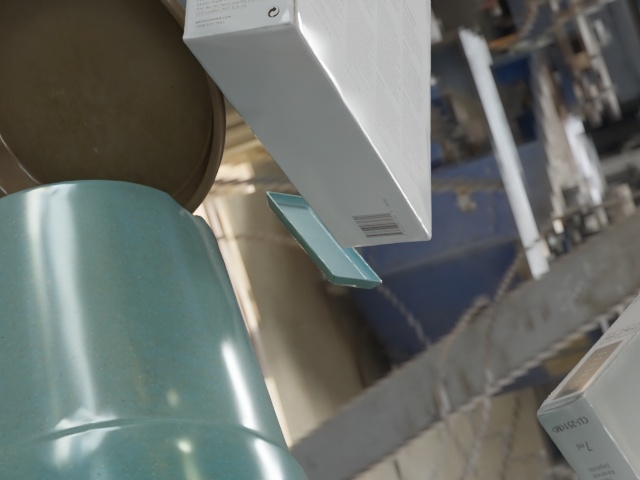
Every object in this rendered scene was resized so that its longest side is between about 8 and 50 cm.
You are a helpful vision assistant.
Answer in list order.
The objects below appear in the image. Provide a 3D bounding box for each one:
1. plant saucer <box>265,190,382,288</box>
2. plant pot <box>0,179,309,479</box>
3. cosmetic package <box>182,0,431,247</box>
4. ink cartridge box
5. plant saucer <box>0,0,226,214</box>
[{"bbox_3d":[0.000,0.000,1.844,0.067,0.018,0.192,8,26,-33],"label":"plant saucer"},{"bbox_3d":[-0.176,0.156,1.260,0.341,0.341,0.334,49,20,-51],"label":"plant pot"},{"bbox_3d":[0.004,-0.198,1.349,0.377,0.097,0.284,53,37,-58],"label":"cosmetic package"},{"bbox_3d":[0.316,0.148,1.251,0.239,0.060,0.275,54,49,-6],"label":"ink cartridge box"},{"bbox_3d":[-0.202,-0.126,1.378,0.278,0.278,0.041,67,29,-14],"label":"plant saucer"}]
